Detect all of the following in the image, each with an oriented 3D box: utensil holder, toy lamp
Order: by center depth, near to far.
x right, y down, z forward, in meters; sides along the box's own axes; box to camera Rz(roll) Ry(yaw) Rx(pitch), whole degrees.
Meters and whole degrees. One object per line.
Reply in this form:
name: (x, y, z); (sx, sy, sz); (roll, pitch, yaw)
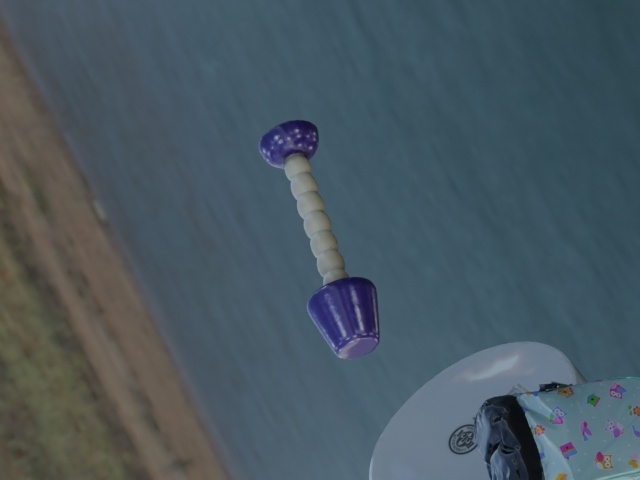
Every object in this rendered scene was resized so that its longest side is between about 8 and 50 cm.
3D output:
toy lamp: (0.000, 0.000, 1.721); (0.080, 0.080, 0.275); (81, 170, -59)
utensil holder: (0.286, 0.371, 2.064); (0.385, 0.327, 0.327); (52, 173, -24)

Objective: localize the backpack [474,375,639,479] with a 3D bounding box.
backpack: (0.254, 0.203, 1.540); (0.115, 0.182, 0.152); (108, 151, -65)
